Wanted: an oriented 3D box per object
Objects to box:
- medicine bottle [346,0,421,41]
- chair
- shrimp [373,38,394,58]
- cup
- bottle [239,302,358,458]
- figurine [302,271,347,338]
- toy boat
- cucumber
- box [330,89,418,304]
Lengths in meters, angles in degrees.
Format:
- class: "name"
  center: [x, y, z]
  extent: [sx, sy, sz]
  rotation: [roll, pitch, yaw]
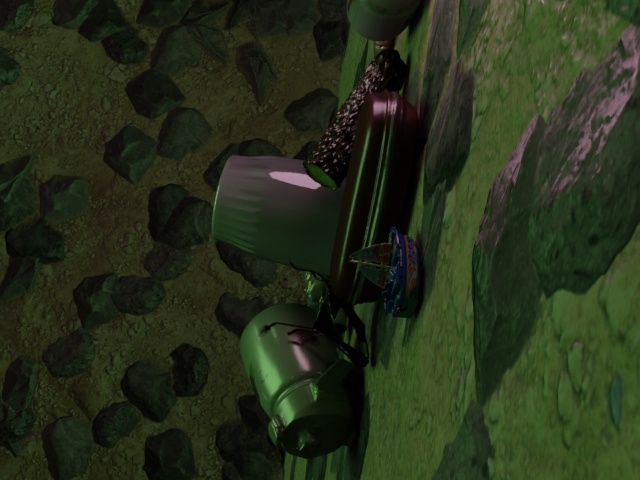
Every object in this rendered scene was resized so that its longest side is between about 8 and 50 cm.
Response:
- class: "medicine bottle"
  center: [0.140, -0.524, 1.602]
  extent: [0.254, 0.152, 0.152]
  rotation: [147, 132, -83]
- class: "chair"
  center: [0.018, 0.155, 1.523]
  extent: [0.149, 0.213, 0.174]
  rotation: [-65, -25, -3]
- class: "shrimp"
  center: [0.173, -0.576, 1.959]
  extent: [0.145, 0.059, 0.254]
  rotation: [-61, -23, -72]
- class: "cup"
  center: [-0.044, -0.062, 1.746]
  extent: [0.253, 0.372, 0.253]
  rotation: [13, -90, -87]
- class: "bottle"
  center: [-0.029, 0.313, 1.637]
  extent: [0.351, 0.229, 0.229]
  rotation: [-121, 35, -52]
- class: "figurine"
  center: [0.026, 0.148, 1.983]
  extent: [0.274, 0.133, 0.193]
  rotation: [-130, 46, -72]
- class: "toy boat"
  center: [0.100, 0.037, 1.198]
  extent: [0.175, 0.110, 0.091]
  rotation: [-82, 4, -45]
- class: "cucumber"
  center: [0.090, -0.270, 1.608]
  extent: [0.359, 0.096, 0.096]
  rotation: [-57, -4, -18]
- class: "box"
  center: [0.100, -0.080, 1.450]
  extent: [0.263, 0.108, 0.403]
  rotation: [-88, 8, -71]
